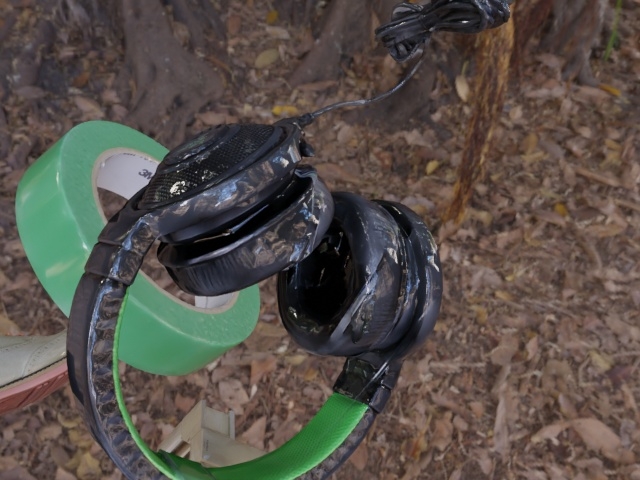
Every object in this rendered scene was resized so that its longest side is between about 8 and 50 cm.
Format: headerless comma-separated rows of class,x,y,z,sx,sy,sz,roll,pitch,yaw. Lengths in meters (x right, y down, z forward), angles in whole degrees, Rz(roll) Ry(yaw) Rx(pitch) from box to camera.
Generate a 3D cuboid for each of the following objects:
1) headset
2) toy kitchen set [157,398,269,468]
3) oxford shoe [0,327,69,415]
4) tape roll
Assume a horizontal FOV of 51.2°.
headset,0.000,0.000,0.463,0.185,0.243,0.394,5,67,54
toy kitchen set,-0.089,0.194,0.553,0.068,0.075,0.083,30,27,-26
oxford shoe,-0.452,0.171,0.957,0.146,0.140,0.397,53,32,4
tape roll,-0.206,0.005,0.815,0.077,0.321,0.321,-35,39,19
